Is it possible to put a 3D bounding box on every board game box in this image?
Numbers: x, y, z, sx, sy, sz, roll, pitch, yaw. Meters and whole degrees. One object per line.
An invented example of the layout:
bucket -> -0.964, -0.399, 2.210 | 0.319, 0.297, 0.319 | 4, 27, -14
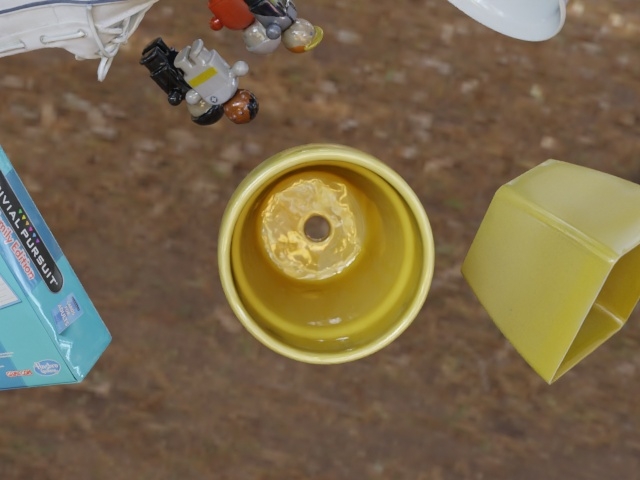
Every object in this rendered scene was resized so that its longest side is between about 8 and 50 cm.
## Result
board game box -> -0.403, 0.006, 1.583 | 0.253, 0.336, 0.079 | -8, 31, 31

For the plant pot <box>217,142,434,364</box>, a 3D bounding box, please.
plant pot -> 0.000, 0.000, 1.865 | 0.254, 0.254, 0.239 | 10, 10, -5

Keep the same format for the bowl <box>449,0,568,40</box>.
bowl -> 0.241, -0.417, 2.050 | 0.298, 0.134, 0.298 | 36, -14, 10

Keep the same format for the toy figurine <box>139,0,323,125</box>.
toy figurine -> -0.122, -0.263, 2.128 | 0.148, 0.213, 0.209 | 45, -15, -27

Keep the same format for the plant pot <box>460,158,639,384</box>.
plant pot -> 0.308, 0.017, 1.948 | 0.187, 0.212, 0.212 | 37, 38, 21

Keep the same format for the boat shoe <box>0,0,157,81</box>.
boat shoe -> -0.275, -0.267, 1.806 | 0.367, 0.156, 0.136 | -7, 39, 28
